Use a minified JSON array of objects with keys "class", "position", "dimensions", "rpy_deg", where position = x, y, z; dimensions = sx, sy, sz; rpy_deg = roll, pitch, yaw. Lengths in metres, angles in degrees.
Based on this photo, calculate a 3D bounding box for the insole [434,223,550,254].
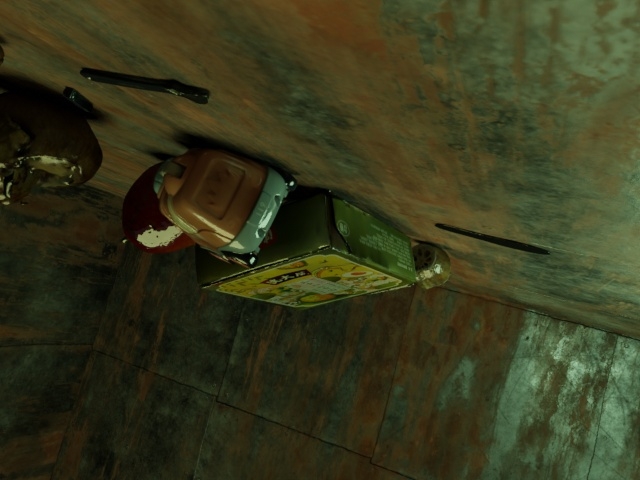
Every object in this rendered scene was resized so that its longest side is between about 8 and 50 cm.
[{"class":"insole","position":[0.346,-0.002,1.156],"dimensions":[0.232,0.003,0.080],"rpy_deg":[15,175,15]}]

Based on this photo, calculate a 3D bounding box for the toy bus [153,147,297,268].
[{"class":"toy bus","position":[-0.201,-0.077,1.090],"dimensions":[0.232,0.194,0.287],"rpy_deg":[27,172,-24]}]

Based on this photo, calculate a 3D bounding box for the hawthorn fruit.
[{"class":"hawthorn fruit","position":[-0.376,-0.065,1.376],"dimensions":[0.224,0.261,0.224],"rpy_deg":[49,177,3]}]

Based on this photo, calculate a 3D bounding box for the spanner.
[{"class":"spanner","position":[-0.231,-0.202,0.740],"dimensions":[0.208,0.012,0.046],"rpy_deg":[15,176,23]}]

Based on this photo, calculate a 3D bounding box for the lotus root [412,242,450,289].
[{"class":"lotus root","position":[0.279,0.062,1.518],"dimensions":[0.122,0.112,0.081],"rpy_deg":[-24,141,31]}]

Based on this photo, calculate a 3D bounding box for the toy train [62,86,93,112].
[{"class":"toy train","position":[-0.403,-0.232,0.947],"dimensions":[0.017,0.017,0.083],"rpy_deg":[19,175,2]}]

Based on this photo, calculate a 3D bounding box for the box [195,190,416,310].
[{"class":"box","position":[-0.023,0.047,1.373],"dimensions":[0.373,0.138,0.420],"rpy_deg":[-16,158,30]}]

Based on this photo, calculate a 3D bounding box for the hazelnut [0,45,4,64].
[{"class":"hazelnut","position":[-0.456,-0.238,0.736],"dimensions":[0.086,0.086,0.086],"rpy_deg":[16,176,1]}]

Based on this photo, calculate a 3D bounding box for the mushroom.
[{"class":"mushroom","position":[-0.539,-0.172,1.041],"dimensions":[0.263,0.195,0.283],"rpy_deg":[10,-166,-17]}]
